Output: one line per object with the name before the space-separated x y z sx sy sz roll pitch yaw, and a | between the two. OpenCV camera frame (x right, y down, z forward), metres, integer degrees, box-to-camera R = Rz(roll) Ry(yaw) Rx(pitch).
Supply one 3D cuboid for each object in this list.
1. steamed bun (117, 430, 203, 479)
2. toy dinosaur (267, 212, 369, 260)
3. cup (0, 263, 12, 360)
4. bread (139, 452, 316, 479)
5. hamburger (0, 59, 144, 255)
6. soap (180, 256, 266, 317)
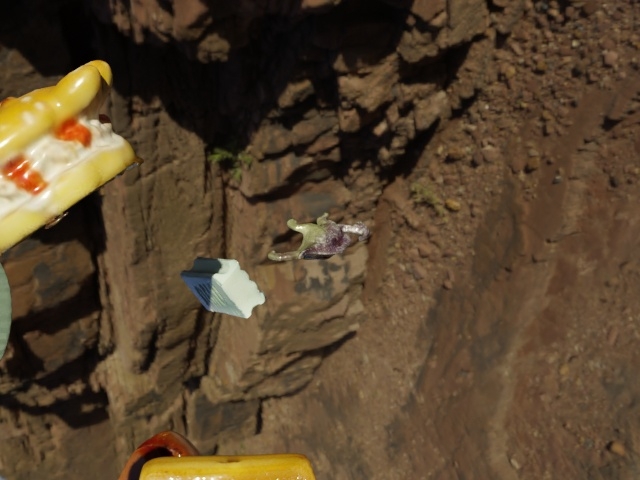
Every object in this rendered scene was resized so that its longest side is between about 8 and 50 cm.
steamed bun | -0.474 0.776 2.036 0.235 0.248 0.379 38 107 31
toy dinosaur | 0.001 -0.007 1.625 0.162 0.294 0.077 16 126 33
cup | -0.751 0.165 1.058 0.310 0.392 0.401 2 85 34
bread | -0.127 0.345 0.913 0.074 0.239 0.092 108 161 -65
hamburger | -0.408 -0.124 0.971 0.186 0.302 0.261 58 -159 -16
soap | -0.270 0.127 1.805 0.150 0.094 0.261 51 156 -22
